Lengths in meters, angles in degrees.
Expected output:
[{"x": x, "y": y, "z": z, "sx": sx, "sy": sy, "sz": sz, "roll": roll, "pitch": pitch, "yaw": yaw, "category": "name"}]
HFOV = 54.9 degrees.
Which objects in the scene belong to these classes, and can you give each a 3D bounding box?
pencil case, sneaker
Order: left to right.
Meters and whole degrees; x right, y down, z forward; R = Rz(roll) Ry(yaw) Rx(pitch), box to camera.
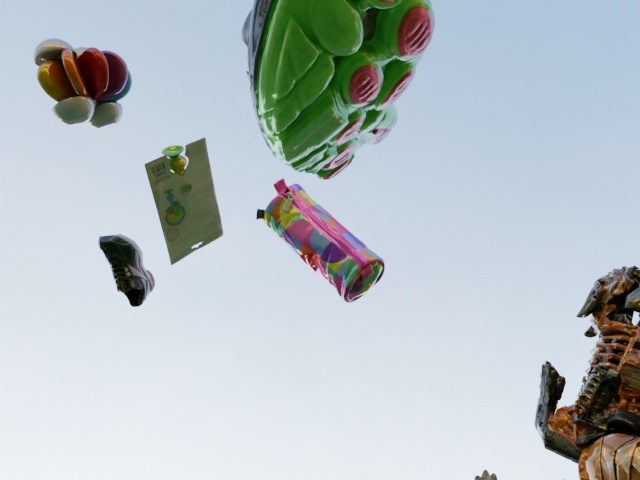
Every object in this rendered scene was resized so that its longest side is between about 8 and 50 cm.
[{"x": -0.395, "y": 0.065, "z": 1.261, "sx": 0.072, "sy": 0.077, "sz": 0.178, "roll": -14, "pitch": -50, "yaw": 16, "category": "sneaker"}, {"x": -0.018, "y": -0.188, "z": 0.649, "sx": 0.185, "sy": 0.483, "sz": 0.202, "roll": -39, "pitch": -93, "yaw": -3, "category": "sneaker"}, {"x": 0.000, "y": 0.000, "z": 1.053, "sx": 0.104, "sy": 0.236, "sz": 0.104, "roll": -39, "pitch": -23, "yaw": -21, "category": "pencil case"}]

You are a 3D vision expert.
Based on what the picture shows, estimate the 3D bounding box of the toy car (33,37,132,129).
[{"x": -0.424, "y": -0.300, "z": 1.143, "sx": 0.136, "sy": 0.182, "sz": 0.159, "roll": -23, "pitch": -93, "yaw": 20, "category": "toy car"}]

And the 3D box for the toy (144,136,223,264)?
[{"x": -0.276, "y": -0.083, "z": 1.227, "sx": 0.137, "sy": 0.056, "sz": 0.237, "roll": -33, "pitch": -41, "yaw": -33, "category": "toy"}]

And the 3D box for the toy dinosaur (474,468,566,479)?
[{"x": 0.224, "y": 0.324, "z": 0.551, "sx": 0.200, "sy": 0.295, "sz": 0.127, "roll": 16, "pitch": -58, "yaw": -31, "category": "toy dinosaur"}]

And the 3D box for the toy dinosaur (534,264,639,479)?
[{"x": 0.267, "y": 0.167, "z": 0.440, "sx": 0.219, "sy": 0.321, "sz": 0.164, "roll": -5, "pitch": -16, "yaw": 29, "category": "toy dinosaur"}]
